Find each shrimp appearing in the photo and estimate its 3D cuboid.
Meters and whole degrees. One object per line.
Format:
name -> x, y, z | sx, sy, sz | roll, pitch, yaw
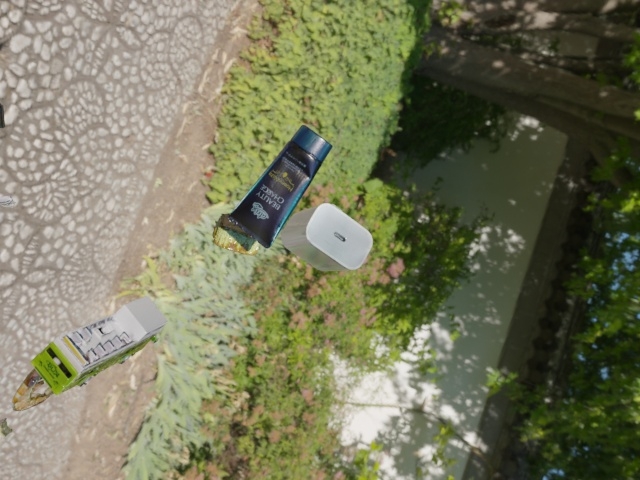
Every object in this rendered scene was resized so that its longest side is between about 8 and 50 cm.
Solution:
shrimp -> -0.703, 0.357, 1.369 | 0.195, 0.035, 0.148 | -54, 160, 1

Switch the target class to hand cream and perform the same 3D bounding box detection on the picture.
hand cream -> -0.084, -0.122, 1.169 | 0.270, 0.120, 0.061 | -54, 172, 6

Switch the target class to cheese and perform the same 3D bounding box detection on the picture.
cheese -> -0.913, 0.541, 1.454 | 0.092, 0.047, 0.171 | -27, -178, -8

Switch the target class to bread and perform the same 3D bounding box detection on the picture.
bread -> -0.218, -0.019, 1.391 | 0.140, 0.128, 0.069 | -109, -140, -64

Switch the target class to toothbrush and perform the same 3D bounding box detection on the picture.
toothbrush -> -0.911, -0.088, 1.364 | 0.026, 0.288, 0.024 | 69, 20, -52

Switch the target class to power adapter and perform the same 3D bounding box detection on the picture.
power adapter -> 0.000, 0.000, 1.463 | 0.124, 0.187, 0.255 | -60, -161, -17

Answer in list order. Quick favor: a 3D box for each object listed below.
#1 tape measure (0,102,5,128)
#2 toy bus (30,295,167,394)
tape measure -> -0.889, -0.297, 1.292 | 0.231, 0.271, 0.133 | -74, 163, -82
toy bus -> -0.487, 0.231, 1.204 | 0.139, 0.113, 0.301 | -43, 175, 18
